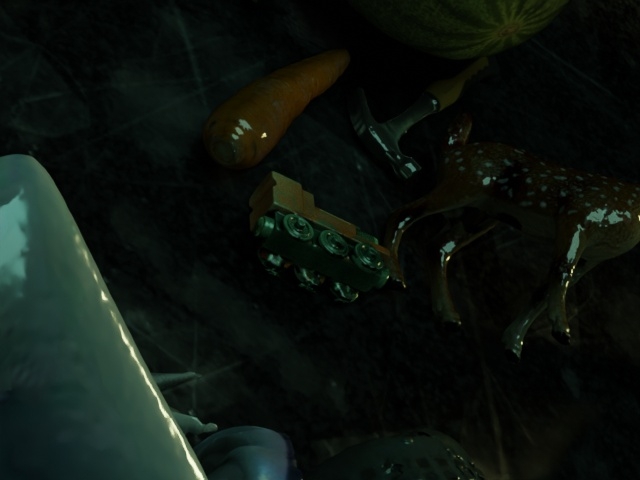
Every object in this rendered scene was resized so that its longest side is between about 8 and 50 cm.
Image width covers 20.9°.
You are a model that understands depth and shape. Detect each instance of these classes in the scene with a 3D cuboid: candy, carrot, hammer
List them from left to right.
[{"bbox_3d":[-0.132,0.070,0.665,0.138,0.071,0.174,-29,97,-17],"label":"candy"},{"bbox_3d":[-0.024,-0.103,1.240,0.048,0.048,0.216,44,34,0],"label":"carrot"},{"bbox_3d":[0.086,-0.112,1.351,0.078,0.021,0.201,46,40,3],"label":"hammer"}]

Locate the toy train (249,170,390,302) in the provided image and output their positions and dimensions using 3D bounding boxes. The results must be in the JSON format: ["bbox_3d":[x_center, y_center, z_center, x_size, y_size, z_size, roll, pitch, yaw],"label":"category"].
[{"bbox_3d":[0.000,0.000,1.170,0.103,0.044,0.064,24,33,-21],"label":"toy train"}]

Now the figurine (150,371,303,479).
[{"bbox_3d":[-0.212,0.091,0.775,0.388,0.248,0.277,30,66,-13],"label":"figurine"}]

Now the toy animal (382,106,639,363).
[{"bbox_3d":[0.188,-0.031,1.230,0.243,0.087,0.260,26,62,16],"label":"toy animal"}]

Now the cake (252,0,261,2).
[{"bbox_3d":[-0.054,-0.298,1.334,0.099,0.100,0.235,-10,63,-44],"label":"cake"}]

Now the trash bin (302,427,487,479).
[{"bbox_3d":[0.052,0.200,0.959,0.175,0.175,0.161,7,40,-36],"label":"trash bin"}]

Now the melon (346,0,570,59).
[{"bbox_3d":[0.096,-0.279,1.341,0.237,0.237,0.302,8,52,-35],"label":"melon"}]
